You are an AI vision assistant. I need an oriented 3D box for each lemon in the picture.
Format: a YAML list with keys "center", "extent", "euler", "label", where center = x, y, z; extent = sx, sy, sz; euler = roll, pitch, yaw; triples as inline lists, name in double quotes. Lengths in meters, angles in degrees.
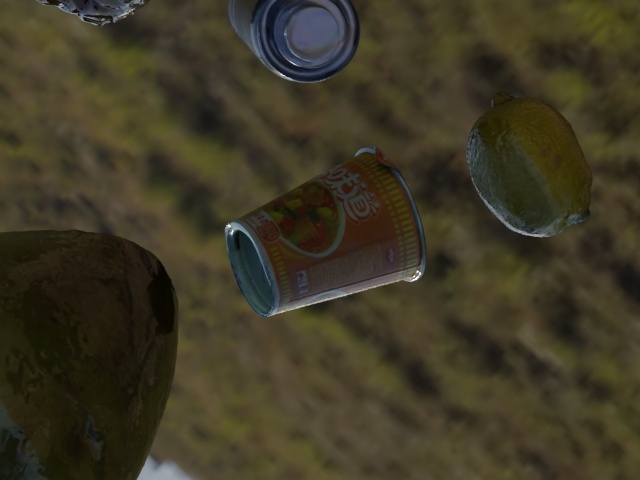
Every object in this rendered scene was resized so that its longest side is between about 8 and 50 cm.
- center: [0.143, -0.054, 1.382]
  extent: [0.110, 0.082, 0.082]
  euler: [62, 171, 19]
  label: "lemon"

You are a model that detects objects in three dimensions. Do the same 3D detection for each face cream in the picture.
- center: [-0.020, -0.155, 1.392]
  extent: [0.073, 0.073, 0.283]
  euler: [47, -177, -12]
  label: "face cream"

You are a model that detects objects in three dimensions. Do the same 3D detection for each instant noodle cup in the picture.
- center: [0.000, 0.000, 2.236]
  extent: [0.168, 0.185, 0.168]
  euler: [50, 153, 38]
  label: "instant noodle cup"

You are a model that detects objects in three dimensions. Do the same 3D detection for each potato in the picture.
- center: [-0.245, 0.145, 1.956]
  extent: [0.330, 0.213, 0.280]
  euler: [43, -159, -38]
  label: "potato"

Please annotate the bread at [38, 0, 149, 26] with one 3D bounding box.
- center: [-0.104, -0.297, 1.388]
  extent: [0.109, 0.185, 0.380]
  euler: [20, 154, -16]
  label: "bread"
